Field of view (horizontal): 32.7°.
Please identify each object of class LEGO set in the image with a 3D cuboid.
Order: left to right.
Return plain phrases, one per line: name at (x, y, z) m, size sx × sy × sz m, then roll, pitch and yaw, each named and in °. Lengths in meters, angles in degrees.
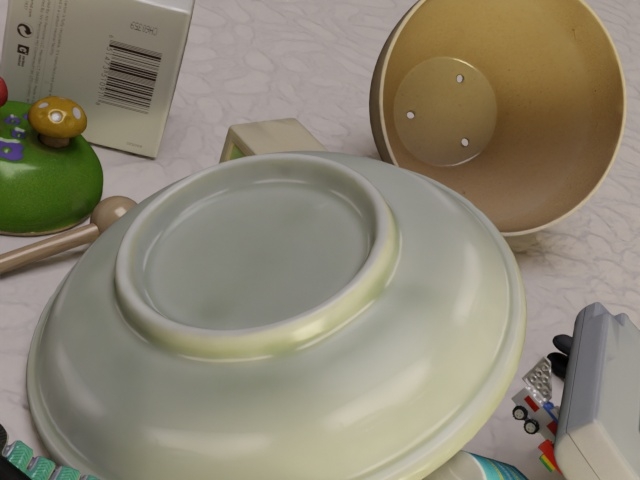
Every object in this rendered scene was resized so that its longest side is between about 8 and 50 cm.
LEGO set at (0.240, 0.204, 0.863) m, size 0.244 × 0.060 × 0.182 m, roll 29°, pitch 28°, yaw -30°

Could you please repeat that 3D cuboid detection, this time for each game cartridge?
game cartridge at (0.297, 0.206, 0.864) m, size 0.297 × 0.062 × 0.198 m, roll 46°, pitch 37°, yaw -11°

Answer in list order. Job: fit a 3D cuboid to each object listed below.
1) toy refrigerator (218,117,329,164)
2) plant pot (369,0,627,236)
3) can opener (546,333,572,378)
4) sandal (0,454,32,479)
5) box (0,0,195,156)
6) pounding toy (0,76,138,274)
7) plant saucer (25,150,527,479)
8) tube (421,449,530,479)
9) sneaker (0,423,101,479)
toy refrigerator at (0.000, 0.000, 1.051) m, size 0.094 × 0.102 × 0.269 m, roll -12°, pitch 47°, yaw -38°
plant pot at (0.173, -0.152, 1.240) m, size 0.284 × 0.284 × 0.191 m, roll 9°, pitch 1°, yaw -15°
can opener at (0.295, 0.149, 1.033) m, size 0.073 × 0.059 × 0.186 m, roll -20°, pitch 51°, yaw -44°
sandal at (-0.184, 0.204, 0.555) m, size 0.446 × 0.167 × 0.107 m, roll 21°, pitch -5°, yaw 25°
box at (-0.235, -0.209, 1.147) m, size 0.182 × 0.181 × 0.119 m, roll 13°, pitch 34°, yaw -9°
pounding toy at (-0.276, -0.086, 1.022) m, size 0.183 × 0.110 × 0.237 m, roll -10°, pitch 45°, yaw -36°
plant saucer at (-0.045, 0.033, 0.845) m, size 0.400 × 0.100 × 0.400 m, roll -8°, pitch 40°, yaw 7°
tube at (0.142, 0.198, 0.848) m, size 0.080 × 0.052 × 0.207 m, roll 50°, pitch 12°, yaw 30°
sneaker at (-0.194, 0.192, 0.723) m, size 0.224 × 0.098 × 0.083 m, roll 43°, pitch 44°, yaw -10°
